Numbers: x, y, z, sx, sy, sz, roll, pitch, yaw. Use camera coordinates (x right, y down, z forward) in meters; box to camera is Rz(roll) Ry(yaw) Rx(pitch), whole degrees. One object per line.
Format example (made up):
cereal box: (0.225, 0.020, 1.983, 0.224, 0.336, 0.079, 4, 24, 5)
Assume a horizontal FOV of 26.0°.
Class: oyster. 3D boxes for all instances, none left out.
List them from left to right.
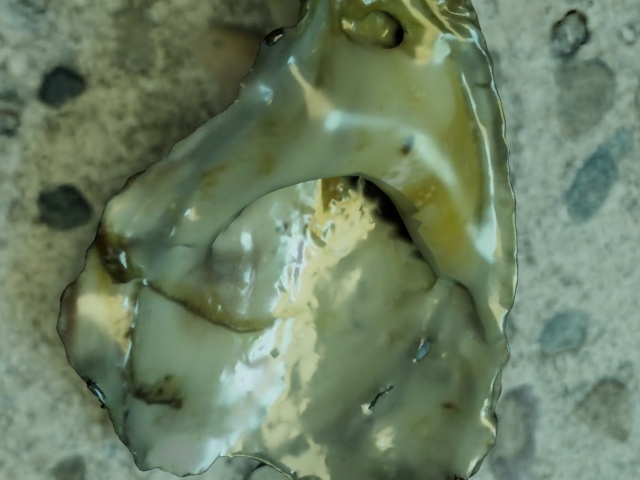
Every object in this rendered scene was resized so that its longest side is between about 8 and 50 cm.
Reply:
oyster: (-0.004, -0.003, 0.646, 0.271, 0.100, 0.275, -45, 118, -4)
